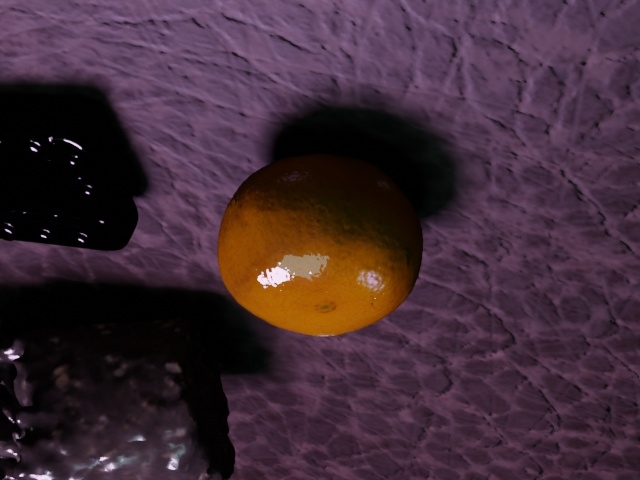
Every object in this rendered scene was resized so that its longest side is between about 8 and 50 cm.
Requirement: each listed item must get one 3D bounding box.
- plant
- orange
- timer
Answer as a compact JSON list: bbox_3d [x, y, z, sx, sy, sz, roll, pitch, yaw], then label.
[{"bbox_3d":[-0.245,0.168,1.645,0.321,0.194,0.181,-13,144,9],"label":"plant"},{"bbox_3d":[0.000,0.000,1.386,0.156,0.124,0.156,-3,146,-2],"label":"orange"},{"bbox_3d":[-0.243,-0.056,1.473,0.187,0.055,0.144,7,144,21],"label":"timer"}]
